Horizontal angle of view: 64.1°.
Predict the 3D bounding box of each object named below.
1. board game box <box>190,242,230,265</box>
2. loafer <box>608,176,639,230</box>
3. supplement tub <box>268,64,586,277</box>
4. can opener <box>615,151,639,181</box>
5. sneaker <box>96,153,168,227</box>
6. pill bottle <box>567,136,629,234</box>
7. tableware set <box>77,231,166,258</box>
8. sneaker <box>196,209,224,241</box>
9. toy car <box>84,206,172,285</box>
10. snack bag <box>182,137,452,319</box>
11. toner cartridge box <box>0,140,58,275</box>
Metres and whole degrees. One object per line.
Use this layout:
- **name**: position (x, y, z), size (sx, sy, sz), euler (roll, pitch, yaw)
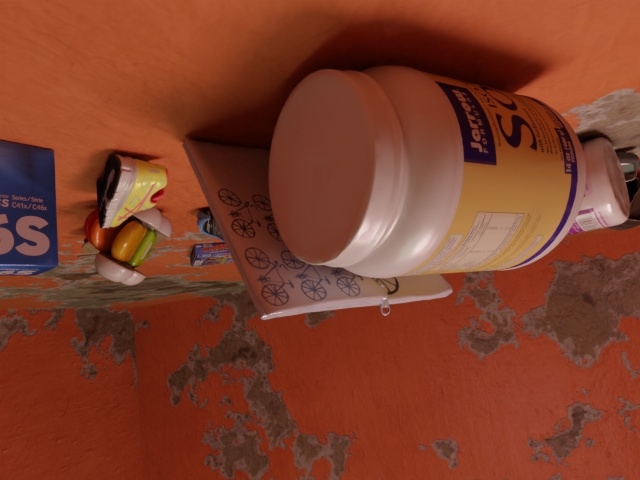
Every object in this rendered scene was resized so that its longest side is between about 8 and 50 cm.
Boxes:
- **board game box**: position (-0.329, 0.043, 1.586), size (0.136, 0.035, 0.201), euler (-4, 170, -20)
- **loafer**: position (0.736, -0.100, 1.254), size (0.365, 0.134, 0.130), euler (-3, 170, -26)
- **supplement tub**: position (0.129, -0.077, 0.625), size (0.331, 0.241, 0.241), euler (-1, 168, -34)
- **can opener**: position (0.547, -0.139, 1.137), size (0.280, 0.074, 0.093), euler (-15, 134, 30)
- **sneaker**: position (-0.300, -0.070, 0.816), size (0.094, 0.082, 0.208), euler (-3, 169, -34)
- **pill bottle**: position (0.434, -0.083, 1.032), size (0.301, 0.169, 0.169), euler (-15, 168, 40)
- **tableware set**: position (-0.457, -0.008, 1.194), size (0.194, 0.039, 0.128), euler (-6, 160, -43)
- **sneaker**: position (-0.199, -0.030, 1.158), size (0.078, 0.067, 0.188), euler (-5, 169, 25)
- **toy car**: position (-0.391, -0.006, 1.008), size (0.136, 0.159, 0.182), euler (27, 170, 2)
- **snack bag**: position (0.007, -0.028, 0.727), size (0.342, 0.323, 0.037), euler (1, 134, -37)
- **toner cartridge box**: position (-0.485, -0.046, 0.568), size (0.075, 0.165, 0.347), euler (-16, 168, 37)
